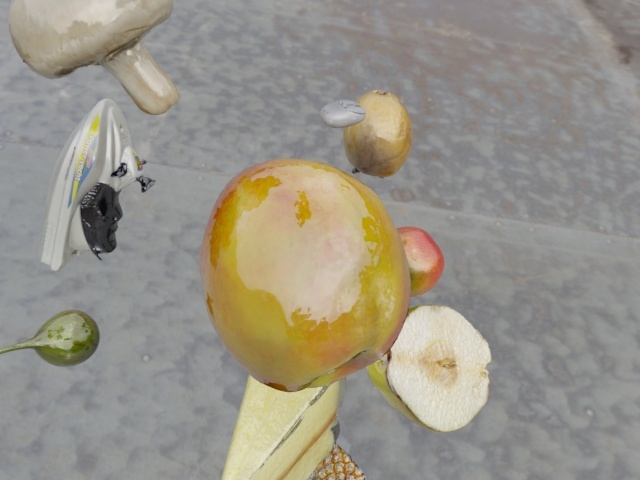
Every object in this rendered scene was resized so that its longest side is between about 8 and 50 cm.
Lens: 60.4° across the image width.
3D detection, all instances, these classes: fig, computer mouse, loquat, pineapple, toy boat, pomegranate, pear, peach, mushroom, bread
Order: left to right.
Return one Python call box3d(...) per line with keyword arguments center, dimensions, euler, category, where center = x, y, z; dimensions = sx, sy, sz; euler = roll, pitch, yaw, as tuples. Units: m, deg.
box3d(center=(-0.670, 0.236, 1.340), dimensions=(0.259, 0.151, 0.151), euler=(20, 27, -55), category="fig")
box3d(center=(-0.347, -0.077, 0.857), dimensions=(0.141, 0.269, 0.140), euler=(31, 19, -12), category="toy boat")
box3d(center=(-0.270, -0.258, 0.709), dimensions=(0.208, 0.215, 0.207), euler=(-21, 35, 16), category="mushroom")
box3d(center=(-0.089, 0.499, 1.145), dimensions=(0.242, 0.345, 0.404), euler=(5, 51, 5), category="bread")
box3d(center=(-0.030, 0.038, 0.777), dimensions=(0.308, 0.308, 0.332), euler=(-19, 77, -27), category="peach")
box3d(center=(0.031, 0.648, 1.460), dimensions=(0.137, 0.161, 0.175), euler=(-29, 77, -27), category="pineapple")
box3d(center=(0.046, -0.263, 1.120), dimensions=(0.096, 0.039, 0.066), euler=(-17, 49, -15), category="computer mouse")
box3d(center=(0.158, -0.289, 1.499), dimensions=(0.193, 0.238, 0.238), euler=(7, 47, -8), category="loquat")
box3d(center=(0.260, 0.073, 1.709), dimensions=(0.221, 0.220, 0.257), euler=(42, 40, 24), category="pomegranate")
box3d(center=(0.278, 0.356, 1.540), dimensions=(0.387, 0.191, 0.340), euler=(18, 65, -26), category="pear")
